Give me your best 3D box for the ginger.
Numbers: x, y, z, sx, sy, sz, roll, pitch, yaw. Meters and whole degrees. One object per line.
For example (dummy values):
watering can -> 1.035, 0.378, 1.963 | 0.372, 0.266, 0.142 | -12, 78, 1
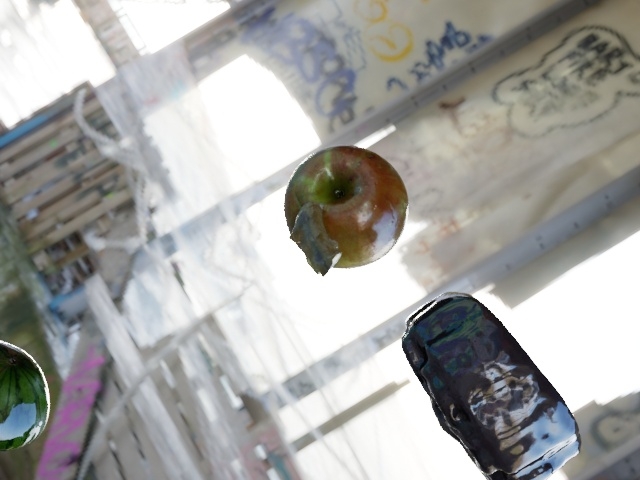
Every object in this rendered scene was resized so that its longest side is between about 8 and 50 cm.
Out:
ginger -> -0.005, 0.003, 1.480 | 0.044, 0.057, 0.137 | 14, 41, -40

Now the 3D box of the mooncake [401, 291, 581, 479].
mooncake -> 0.213, 0.203, 1.391 | 0.283, 0.141, 0.283 | 55, -3, 4

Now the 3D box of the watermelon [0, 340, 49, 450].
watermelon -> -0.264, 0.116, 0.841 | 0.105, 0.062, 0.105 | 23, 27, -12

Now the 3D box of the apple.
apple -> 0.040, -0.046, 1.606 | 0.196, 0.196, 0.196 | 59, -2, 3
